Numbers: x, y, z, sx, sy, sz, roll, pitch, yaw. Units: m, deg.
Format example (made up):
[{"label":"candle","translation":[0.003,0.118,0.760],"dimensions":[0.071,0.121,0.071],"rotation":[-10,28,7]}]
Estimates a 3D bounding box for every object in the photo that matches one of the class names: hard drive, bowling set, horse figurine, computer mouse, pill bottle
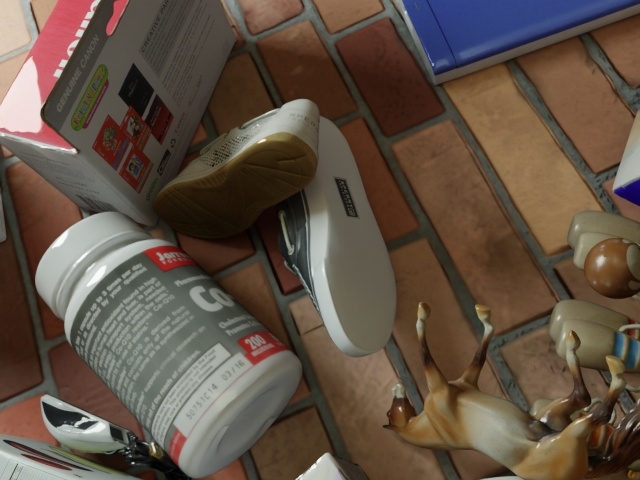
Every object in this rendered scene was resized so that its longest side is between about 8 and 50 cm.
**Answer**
[{"label":"hard drive","translation":[0.268,-0.351,0.872],"dimensions":[0.318,0.040,0.210],"rotation":[-19,67,3]},{"label":"bowling set","translation":[0.311,0.080,0.618],"dimensions":[0.154,0.200,0.287],"rotation":[14,76,14]},{"label":"horse figurine","translation":[0.180,0.156,0.605],"dimensions":[0.263,0.066,0.175],"rotation":[13,112,25]},{"label":"computer mouse","translation":[-0.238,0.223,0.718],"dimensions":[0.192,0.106,0.042],"rotation":[14,69,25]},{"label":"pill bottle","translation":[-0.171,0.101,0.709],"dimensions":[0.283,0.161,0.161],"rotation":[40,80,21]}]

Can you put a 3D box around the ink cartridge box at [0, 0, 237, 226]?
[{"label":"ink cartridge box","translation":[-0.247,-0.217,0.787],"dimensions":[0.130,0.272,0.310],"rotation":[15,72,15]}]

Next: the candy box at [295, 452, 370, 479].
[{"label":"candy box","translation":[-0.022,0.279,0.594],"dimensions":[0.164,0.196,0.070],"rotation":[-38,67,-5]}]

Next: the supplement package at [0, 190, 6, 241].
[{"label":"supplement package","translation":[-0.555,-0.096,0.784],"dimensions":[0.177,0.293,0.175],"rotation":[-20,67,3]}]

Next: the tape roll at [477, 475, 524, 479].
[{"label":"tape roll","translation":[0.192,0.414,0.571],"dimensions":[0.391,0.072,0.392],"rotation":[-3,69,8]}]

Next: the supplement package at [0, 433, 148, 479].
[{"label":"supplement package","translation":[-0.265,0.291,0.634],"dimensions":[0.203,0.194,0.149],"rotation":[14,71,14]}]

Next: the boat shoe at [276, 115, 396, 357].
[{"label":"boat shoe","translation":[0.000,0.000,0.754],"dimensions":[0.102,0.108,0.301],"rotation":[-37,58,39]}]

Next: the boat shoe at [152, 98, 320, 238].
[{"label":"boat shoe","translation":[-0.094,-0.080,0.758],"dimensions":[0.277,0.098,0.096],"rotation":[-20,41,42]}]

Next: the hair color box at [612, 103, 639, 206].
[{"label":"hair color box","translation":[0.450,-0.201,0.692],"dimensions":[0.110,0.185,0.339],"rotation":[27,74,-2]}]
